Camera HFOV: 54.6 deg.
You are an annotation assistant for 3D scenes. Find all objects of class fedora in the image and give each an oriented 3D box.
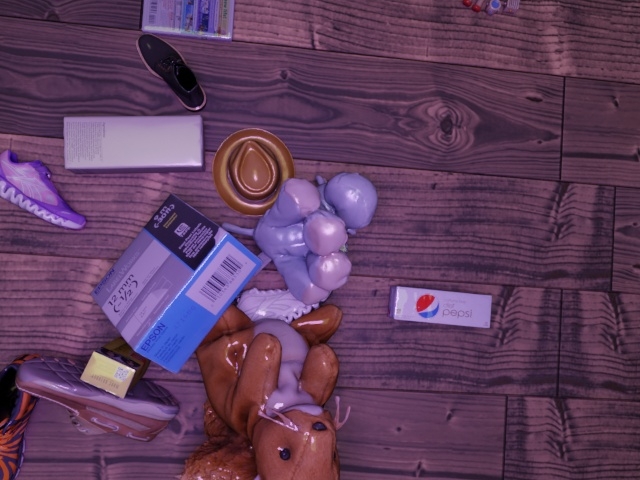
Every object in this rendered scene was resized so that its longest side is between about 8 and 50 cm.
[{"bbox_3d":[-0.141,-0.150,1.323,0.194,0.079,0.194,0,87,-7],"label":"fedora"}]

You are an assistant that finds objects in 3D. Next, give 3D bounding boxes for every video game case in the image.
[{"bbox_3d":[-0.283,-0.548,1.353,0.193,0.023,0.212,4,86,-7],"label":"video game case"}]

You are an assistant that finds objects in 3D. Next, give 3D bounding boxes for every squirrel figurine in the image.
[{"bbox_3d":[-0.090,0.347,1.126,0.281,0.370,0.397,13,118,-32],"label":"squirrel figurine"}]

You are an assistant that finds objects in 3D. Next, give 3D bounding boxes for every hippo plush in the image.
[{"bbox_3d":[0.006,-0.015,1.249,0.236,0.294,0.234,-27,89,-41],"label":"hippo plush"}]

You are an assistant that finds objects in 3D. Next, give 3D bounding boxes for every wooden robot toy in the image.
[{"bbox_3d":[0.376,-0.566,1.406,0.173,0.079,0.076,28,84,-4],"label":"wooden robot toy"}]

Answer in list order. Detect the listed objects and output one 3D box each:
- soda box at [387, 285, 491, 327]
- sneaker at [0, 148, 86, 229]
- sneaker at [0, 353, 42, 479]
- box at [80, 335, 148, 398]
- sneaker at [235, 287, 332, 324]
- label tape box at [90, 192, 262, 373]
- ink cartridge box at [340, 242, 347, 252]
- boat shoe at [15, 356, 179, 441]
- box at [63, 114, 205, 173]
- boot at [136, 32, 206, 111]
[{"bbox_3d":[0.260,0.145,1.363,0.216,0.069,0.074,6,86,-7],"label":"soda box"},{"bbox_3d":[-0.578,-0.106,1.266,0.236,0.095,0.104,31,77,-4],"label":"sneaker"},{"bbox_3d":[-0.637,0.375,1.187,0.124,0.180,0.321,18,85,-6],"label":"sneaker"},{"bbox_3d":[-0.384,0.240,1.198,0.087,0.232,0.058,26,85,-4],"label":"box"},{"bbox_3d":[-0.109,0.142,1.306,0.292,0.110,0.118,-27,82,-8],"label":"sneaker"},{"bbox_3d":[-0.300,0.050,1.168,0.249,0.347,0.115,-53,134,-7],"label":"label tape box"},{"bbox_3d":[0.000,0.000,1.358,0.115,0.029,0.063,-3,87,-7],"label":"ink cartridge box"},{"bbox_3d":[-0.435,0.322,1.203,0.324,0.123,0.116,28,95,-30],"label":"boat shoe"},{"bbox_3d":[-0.381,-0.198,1.289,0.275,0.094,0.113,-1,88,-7],"label":"box"},{"bbox_3d":[-0.310,-0.368,1.284,0.077,0.137,0.198,-45,92,-7],"label":"boot"}]
